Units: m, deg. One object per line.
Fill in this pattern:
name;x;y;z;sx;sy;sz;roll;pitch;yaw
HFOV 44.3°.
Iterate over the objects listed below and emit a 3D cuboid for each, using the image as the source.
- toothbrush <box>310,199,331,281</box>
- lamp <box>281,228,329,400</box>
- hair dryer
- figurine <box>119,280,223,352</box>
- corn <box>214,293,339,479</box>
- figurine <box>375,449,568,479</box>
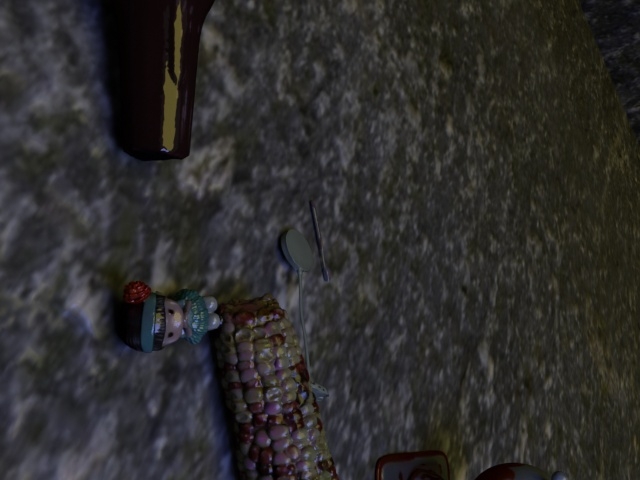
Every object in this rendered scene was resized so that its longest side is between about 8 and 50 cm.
toothbrush;0.000;0.000;0.911;0.008;0.006;0.097;-8;86;-58
lamp;-0.030;0.081;0.830;0.050;0.056;0.198;31;44;-46
hair dryer;-0.222;-0.241;0.613;0.340;0.123;0.312;10;82;-43
figurine;-0.127;0.062;0.671;0.106;0.047;0.060;0;96;-60
corn;-0.033;0.187;0.727;0.092;0.092;0.280;-10;87;-56
figurine;0.211;0.323;0.917;0.183;0.226;0.160;15;66;-53
